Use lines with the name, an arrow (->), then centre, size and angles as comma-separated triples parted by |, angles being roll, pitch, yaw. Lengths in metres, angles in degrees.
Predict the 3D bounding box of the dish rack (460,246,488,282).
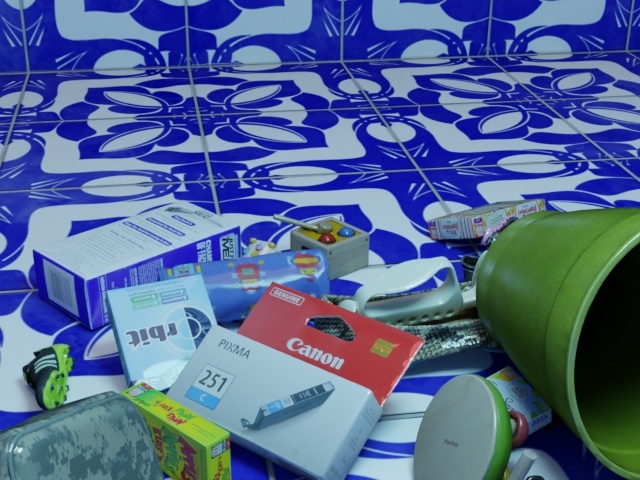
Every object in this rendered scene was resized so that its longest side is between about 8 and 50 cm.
dish rack -> 0.399, 0.041, 1.926 | 0.208, 0.074, 0.271 | 13, 27, 23

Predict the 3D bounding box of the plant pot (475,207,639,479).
plant pot -> 0.405, 0.101, 1.447 | 0.367, 0.366, 0.353 | -9, 16, -20

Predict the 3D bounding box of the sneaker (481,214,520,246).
sneaker -> 0.352, -0.009, 1.911 | 0.057, 0.047, 0.119 | 32, 39, 27

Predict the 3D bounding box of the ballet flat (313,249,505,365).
ballet flat -> 0.216, 0.108, 1.650 | 0.483, 0.182, 0.164 | -7, 25, -17

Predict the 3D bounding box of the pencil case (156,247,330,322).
pencil case -> -0.130, 0.089, 1.757 | 0.306, 0.133, 0.119 | -6, 61, -12

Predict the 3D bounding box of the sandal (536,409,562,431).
sandal -> 0.291, 0.255, 1.501 | 0.179, 0.040, 0.067 | -13, 28, -27

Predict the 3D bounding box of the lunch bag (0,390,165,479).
lunch bag -> -0.335, 0.306, 1.104 | 0.256, 0.212, 0.305 | -17, -1, 15

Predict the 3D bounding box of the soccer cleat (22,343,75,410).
soccer cleat -> -0.425, 0.213, 1.566 | 0.072, 0.060, 0.179 | -11, 19, -2

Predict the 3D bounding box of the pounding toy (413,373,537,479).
pounding toy -> 0.224, 0.288, 1.322 | 0.110, 0.183, 0.237 | 20, 18, -22

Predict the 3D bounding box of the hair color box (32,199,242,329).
hair color box -> -0.331, 0.037, 1.881 | 0.339, 0.110, 0.185 | -23, 32, -37

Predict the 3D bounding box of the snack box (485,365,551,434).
snack box -> 0.245, 0.251, 1.460 | 0.141, 0.037, 0.100 | -25, 44, -19

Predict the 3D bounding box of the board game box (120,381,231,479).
board game box -> -0.199, 0.273, 1.392 | 0.181, 0.092, 0.043 | 22, 32, 38

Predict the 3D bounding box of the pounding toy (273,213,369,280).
pounding toy -> 0.000, 0.000, 1.972 | 0.130, 0.100, 0.141 | -20, 32, -38

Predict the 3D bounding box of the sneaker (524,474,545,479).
sneaker -> 0.280, 0.357, 1.237 | 0.067, 0.078, 0.188 | -3, 26, -8

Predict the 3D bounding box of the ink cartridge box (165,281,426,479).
ink cartridge box -> -0.039, 0.186, 1.471 | 0.296, 0.066, 0.261 | 18, 63, 33

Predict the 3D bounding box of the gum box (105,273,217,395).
gum box -> -0.239, 0.153, 1.596 | 0.157, 0.041, 0.184 | -10, 62, -22

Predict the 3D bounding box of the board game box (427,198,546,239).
board game box -> 0.340, -0.044, 2.080 | 0.194, 0.045, 0.147 | -14, 6, -29

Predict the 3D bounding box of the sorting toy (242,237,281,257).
sorting toy -> -0.124, 0.038, 1.972 | 0.083, 0.044, 0.075 | 11, 46, 22
